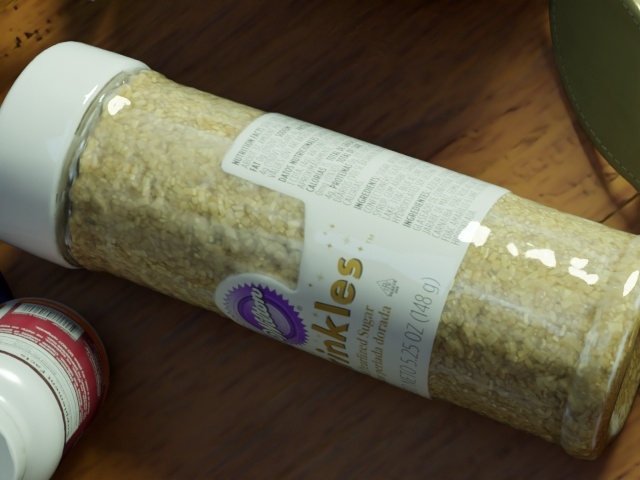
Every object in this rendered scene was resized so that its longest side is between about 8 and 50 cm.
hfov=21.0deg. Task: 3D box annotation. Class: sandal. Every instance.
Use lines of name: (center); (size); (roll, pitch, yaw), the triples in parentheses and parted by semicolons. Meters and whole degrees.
sandal: (0.204, -0.059, 0.910); (0.079, 0.088, 0.240); (-9, 55, -24)

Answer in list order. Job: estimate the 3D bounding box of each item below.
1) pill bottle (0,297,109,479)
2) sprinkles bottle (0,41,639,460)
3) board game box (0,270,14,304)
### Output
pill bottle: (-0.168, 0.089, 0.907); (0.086, 0.152, 0.086); (2, 104, 8)
sprinkles bottle: (0.000, 0.000, 0.913); (0.355, 0.121, 0.121); (19, 82, 17)
board game box: (-0.363, -0.054, 1.038); (0.233, 0.078, 0.347); (-31, 71, 5)
